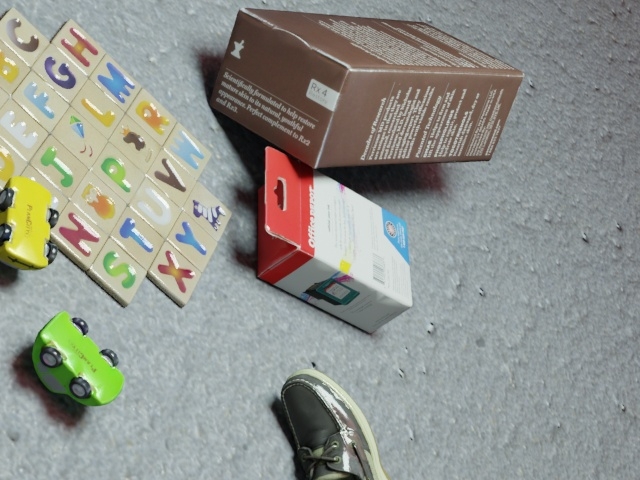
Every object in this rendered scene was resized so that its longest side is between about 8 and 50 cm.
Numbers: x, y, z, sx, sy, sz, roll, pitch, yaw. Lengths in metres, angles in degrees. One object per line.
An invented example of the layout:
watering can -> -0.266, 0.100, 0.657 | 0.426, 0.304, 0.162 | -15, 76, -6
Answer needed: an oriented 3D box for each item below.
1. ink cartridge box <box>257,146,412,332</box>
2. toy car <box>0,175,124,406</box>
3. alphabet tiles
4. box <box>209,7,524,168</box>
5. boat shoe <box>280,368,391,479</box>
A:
ink cartridge box -> 0.000, 0.000, 1.810 | 0.231, 0.078, 0.134 | 29, 43, -33
toy car -> -0.280, 0.075, 1.450 | 0.225, 0.053, 0.239 | 50, 37, -9
alphabet tiles -> -0.243, -0.092, 1.659 | 0.342, 0.011, 0.285 | 44, 38, -16
box -> 0.067, -0.190, 1.922 | 0.191, 0.143, 0.381 | 33, 22, 33
boat shoe -> 0.020, 0.245, 1.642 | 0.223, 0.080, 0.073 | 62, 31, 0
